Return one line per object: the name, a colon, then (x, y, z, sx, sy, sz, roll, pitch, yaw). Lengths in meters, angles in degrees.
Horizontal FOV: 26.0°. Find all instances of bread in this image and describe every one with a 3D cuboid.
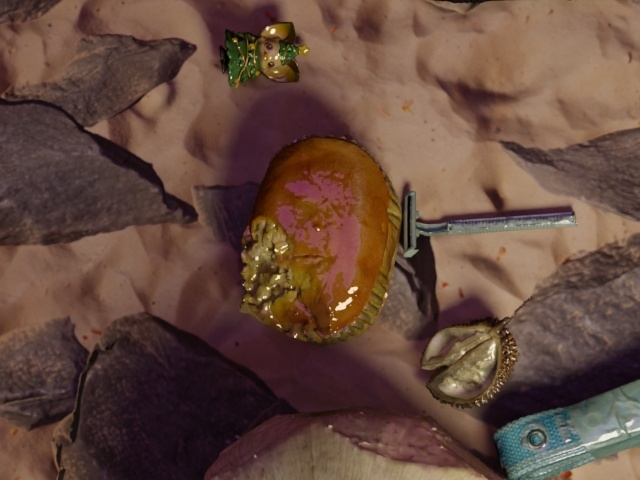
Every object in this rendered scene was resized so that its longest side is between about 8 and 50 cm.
bread: (0.000, 0.000, 1.678, 0.179, 0.133, 0.250, 12, 86, 9)

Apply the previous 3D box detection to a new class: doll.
doll: (-0.076, -0.239, 1.769, 0.113, 0.077, 0.078, -11, 107, -19)

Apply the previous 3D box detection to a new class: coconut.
coconut: (0.034, 0.367, 1.504, 0.405, 0.404, 0.404, -1, 82, 11)

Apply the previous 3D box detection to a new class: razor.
razor: (0.207, -0.020, 1.692, 0.211, 0.036, 0.084, -1, 63, 6)

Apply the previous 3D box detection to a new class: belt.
belt: (0.347, 0.204, 1.598, 0.302, 0.087, 0.072, -21, 63, 12)

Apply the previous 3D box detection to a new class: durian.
durian: (0.190, 0.138, 1.649, 0.140, 0.071, 0.110, -47, 61, 26)

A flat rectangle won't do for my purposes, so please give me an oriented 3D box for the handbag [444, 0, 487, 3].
handbag: (0.252, -0.407, 1.704, 0.275, 0.088, 0.244, -1, 80, 14)
